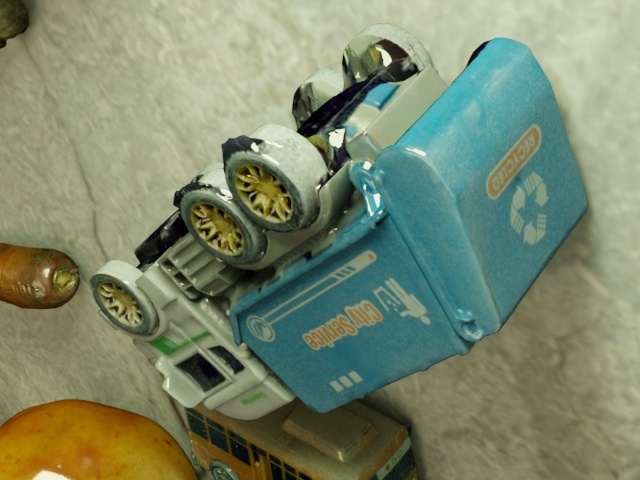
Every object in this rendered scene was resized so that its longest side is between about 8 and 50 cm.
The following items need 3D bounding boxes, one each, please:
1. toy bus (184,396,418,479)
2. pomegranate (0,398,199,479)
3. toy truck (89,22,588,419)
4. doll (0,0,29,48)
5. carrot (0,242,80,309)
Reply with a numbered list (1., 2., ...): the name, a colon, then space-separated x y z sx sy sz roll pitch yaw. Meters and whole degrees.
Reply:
1. toy bus: -0.014 0.161 1.047 0.182 0.091 0.103 25 138 33
2. pomegranate: -0.223 0.275 1.233 0.264 0.264 0.264 28 139 27
3. toy truck: 0.000 0.000 0.838 0.175 0.146 0.367 49 145 -7
4. doll: -0.324 -0.278 0.990 0.286 0.091 0.202 35 135 3
5. carrot: -0.289 0.031 1.249 0.186 0.060 0.060 5 126 47
